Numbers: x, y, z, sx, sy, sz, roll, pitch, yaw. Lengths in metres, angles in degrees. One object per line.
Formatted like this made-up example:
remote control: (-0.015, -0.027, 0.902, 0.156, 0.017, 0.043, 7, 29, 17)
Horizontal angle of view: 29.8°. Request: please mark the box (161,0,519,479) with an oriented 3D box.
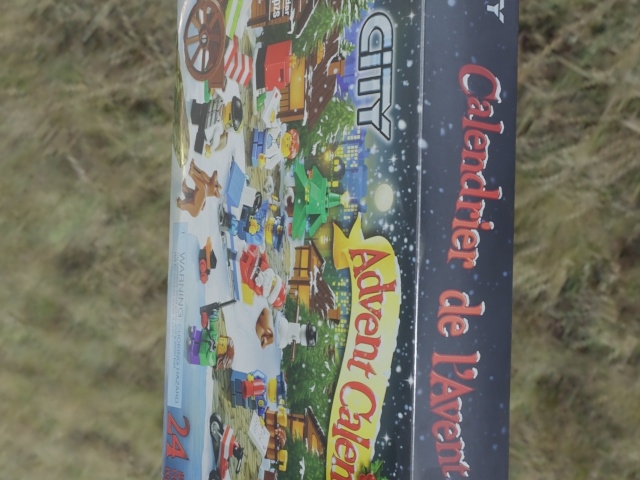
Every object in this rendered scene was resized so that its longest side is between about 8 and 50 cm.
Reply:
box: (0.000, 0.000, 0.441, 0.044, 0.233, 0.159, 3, 178, -35)
